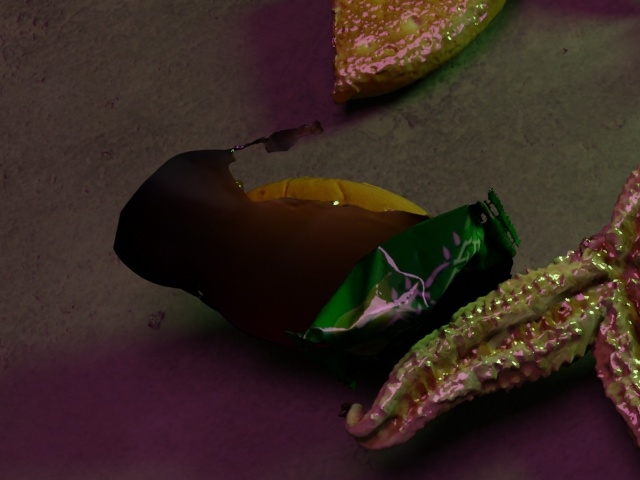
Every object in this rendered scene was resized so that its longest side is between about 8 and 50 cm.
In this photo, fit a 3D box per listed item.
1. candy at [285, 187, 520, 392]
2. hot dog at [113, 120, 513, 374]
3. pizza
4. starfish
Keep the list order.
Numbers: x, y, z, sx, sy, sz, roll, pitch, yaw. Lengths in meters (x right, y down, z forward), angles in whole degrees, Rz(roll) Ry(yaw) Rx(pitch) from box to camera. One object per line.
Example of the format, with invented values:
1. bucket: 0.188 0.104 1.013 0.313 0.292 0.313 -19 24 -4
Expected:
1. candy: 0.072 0.035 1.589 0.203 0.141 0.078 -38 79 4
2. hot dog: -0.001 0.006 1.718 0.326 0.107 0.194 30 93 4
3. pizza: 0.086 -0.252 1.930 0.197 0.058 0.292 33 74 26
4. starfish: 0.271 0.101 1.601 0.324 0.082 0.432 42 76 15
